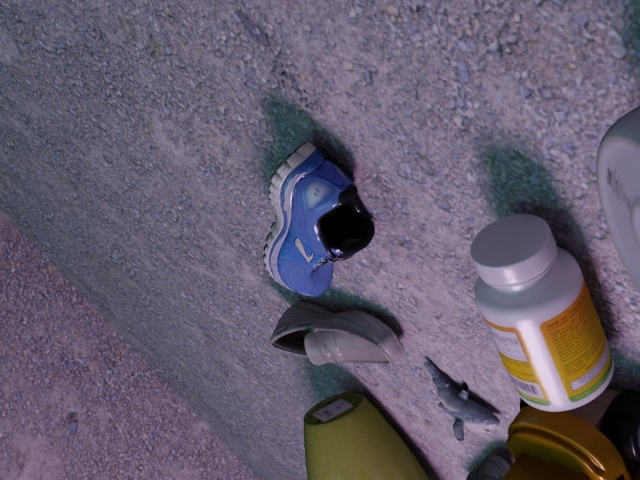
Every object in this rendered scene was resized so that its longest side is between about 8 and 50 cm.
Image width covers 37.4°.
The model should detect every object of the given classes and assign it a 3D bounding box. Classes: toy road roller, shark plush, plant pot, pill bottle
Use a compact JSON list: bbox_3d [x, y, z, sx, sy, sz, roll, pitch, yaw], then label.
[{"bbox_3d":[0.377,0.360,1.349,0.203,0.240,0.329,9,138,50],"label":"toy road roller"},{"bbox_3d":[0.247,0.272,1.660,0.161,0.073,0.067,58,139,20],"label":"shark plush"},{"bbox_3d":[0.081,0.477,1.973,0.275,0.275,0.293,-3,113,57],"label":"plant pot"},{"bbox_3d":[0.279,0.090,1.210,0.136,0.136,0.245,13,140,47],"label":"pill bottle"}]

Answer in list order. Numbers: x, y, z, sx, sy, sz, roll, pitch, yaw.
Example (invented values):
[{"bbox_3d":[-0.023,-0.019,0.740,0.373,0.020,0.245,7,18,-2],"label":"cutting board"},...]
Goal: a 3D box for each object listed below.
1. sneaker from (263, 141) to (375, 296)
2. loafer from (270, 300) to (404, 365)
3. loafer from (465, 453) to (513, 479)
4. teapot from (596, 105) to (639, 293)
[{"bbox_3d":[0.000,0.000,1.489,0.147,0.130,0.330,36,153,21],"label":"sneaker"},{"bbox_3d":[0.025,0.189,1.749,0.319,0.111,0.112,3,133,54],"label":"loafer"},{"bbox_3d":[0.332,0.459,1.760,0.088,0.094,0.251,17,161,1],"label":"loafer"},{"bbox_3d":[0.381,-0.030,0.848,0.256,0.187,0.252,-135,23,-82],"label":"teapot"}]
